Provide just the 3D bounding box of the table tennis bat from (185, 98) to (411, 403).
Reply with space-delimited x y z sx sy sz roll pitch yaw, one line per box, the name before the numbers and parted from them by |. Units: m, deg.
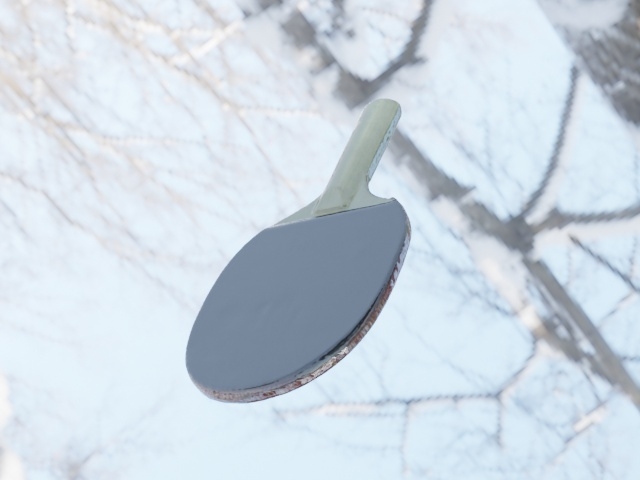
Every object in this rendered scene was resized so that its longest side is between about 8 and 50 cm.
table tennis bat | 0.000 0.000 0.589 0.087 0.013 0.156 -12 -143 37
